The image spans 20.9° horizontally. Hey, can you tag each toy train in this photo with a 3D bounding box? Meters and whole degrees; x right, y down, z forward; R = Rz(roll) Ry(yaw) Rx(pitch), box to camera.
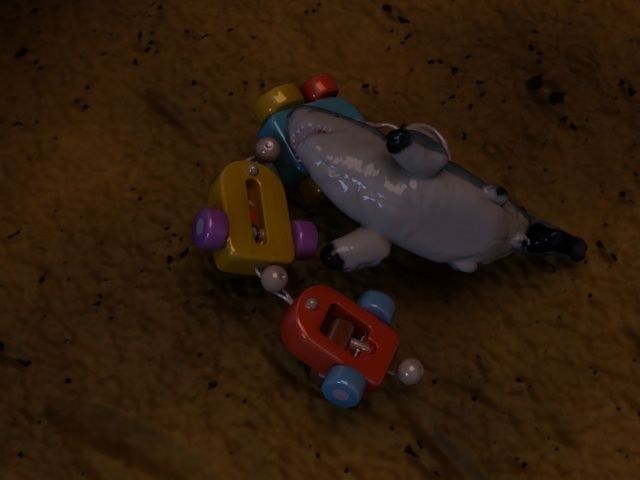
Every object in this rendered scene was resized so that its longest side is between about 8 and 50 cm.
[{"bbox_3d":[0.000,0.000,0.823,0.125,0.046,0.166,31,50,-13],"label":"toy train"}]

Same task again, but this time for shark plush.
[{"bbox_3d":[0.063,-0.026,0.814,0.161,0.073,0.067,7,27,-22],"label":"shark plush"}]
